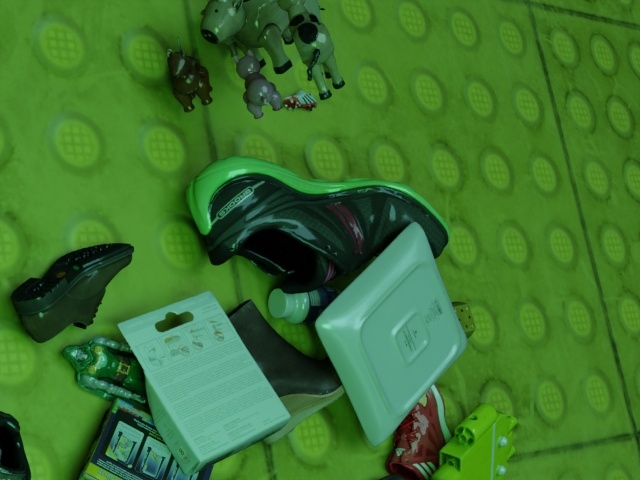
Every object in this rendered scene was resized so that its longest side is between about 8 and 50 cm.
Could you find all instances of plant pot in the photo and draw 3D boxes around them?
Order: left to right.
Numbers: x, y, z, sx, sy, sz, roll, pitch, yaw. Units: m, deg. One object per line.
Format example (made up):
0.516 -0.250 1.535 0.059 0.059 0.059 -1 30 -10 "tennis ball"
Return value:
0.234 0.151 2.213 0.081 0.083 0.081 -9 78 -44 "plant pot"

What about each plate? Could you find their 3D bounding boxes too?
0.135 0.156 1.981 0.278 0.045 0.277 -44 124 -31 "plate"

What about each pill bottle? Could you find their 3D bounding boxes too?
-0.025 0.106 2.003 0.120 0.067 0.067 5 70 -41 "pill bottle"

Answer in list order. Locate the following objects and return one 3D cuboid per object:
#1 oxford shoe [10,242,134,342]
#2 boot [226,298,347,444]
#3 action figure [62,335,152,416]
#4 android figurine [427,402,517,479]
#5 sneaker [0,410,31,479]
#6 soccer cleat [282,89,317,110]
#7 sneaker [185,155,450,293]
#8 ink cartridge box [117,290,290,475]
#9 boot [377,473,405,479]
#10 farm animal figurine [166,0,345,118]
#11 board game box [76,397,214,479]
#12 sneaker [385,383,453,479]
-0.345 0.072 1.729 0.227 0.083 0.096 -39 123 -46 "oxford shoe"
-0.057 0.180 1.926 0.248 0.090 0.206 -35 100 -41 "boot"
-0.267 0.193 1.750 0.232 0.063 0.137 21 69 -30 "action figure"
0.267 0.398 2.101 0.273 0.056 0.248 -30 127 -48 "android figurine"
-0.423 0.333 1.497 0.098 0.135 0.276 20 62 -38 "sneaker"
-0.040 -0.252 2.165 0.083 0.029 0.035 0 64 -46 "soccer cleat"
0.000 0.000 1.993 0.483 0.185 0.202 6 63 -30 "sneaker"
-0.175 0.204 1.760 0.189 0.066 0.232 -19 66 -45 "ink cartridge box"
0.085 0.536 1.912 0.280 0.096 0.264 -24 91 -44 "boot"
-0.094 -0.341 1.922 0.326 0.330 0.172 -58 135 -46 "farm animal figurine"
-0.240 0.319 1.687 0.170 0.048 0.141 31 42 -12 "board game box"
0.154 0.319 2.071 0.128 0.087 0.221 -30 93 -46 "sneaker"
